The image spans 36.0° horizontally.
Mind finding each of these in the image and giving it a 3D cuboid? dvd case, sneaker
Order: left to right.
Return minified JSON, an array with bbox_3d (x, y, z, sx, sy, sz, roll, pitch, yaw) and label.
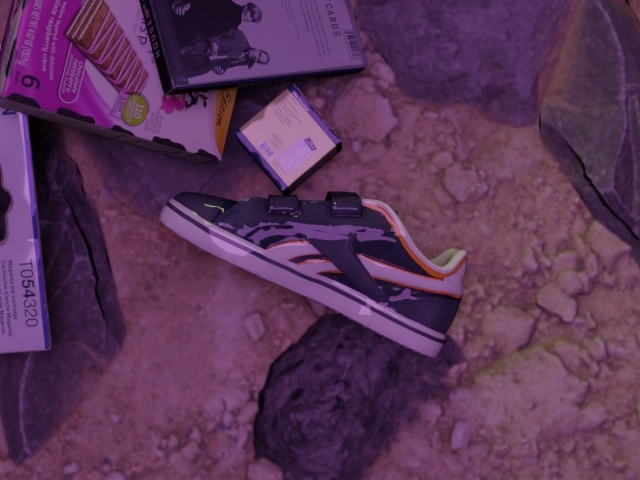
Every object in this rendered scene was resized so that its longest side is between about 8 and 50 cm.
[{"bbox_3d":[-0.073,-0.250,1.021,0.238,0.029,0.179,-12,85,-34],"label":"dvd case"},{"bbox_3d":[0.000,0.000,1.017,0.321,0.126,0.128,25,91,-8],"label":"sneaker"}]

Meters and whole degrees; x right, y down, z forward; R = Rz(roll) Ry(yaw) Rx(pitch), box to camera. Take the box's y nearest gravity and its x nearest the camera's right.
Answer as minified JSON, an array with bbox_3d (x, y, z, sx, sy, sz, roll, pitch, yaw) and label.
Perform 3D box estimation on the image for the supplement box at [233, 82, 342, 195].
[{"bbox_3d":[-0.033,-0.106,1.056,0.083,0.056,0.083,-40,86,-2],"label":"supplement box"}]

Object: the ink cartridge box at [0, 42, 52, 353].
[{"bbox_3d":[-0.453,-0.033,1.035,0.329,0.071,0.324,-4,95,-1],"label":"ink cartridge box"}]

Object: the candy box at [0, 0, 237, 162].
[{"bbox_3d":[-0.199,-0.185,1.005,0.233,0.071,0.159,14,86,-30],"label":"candy box"}]
